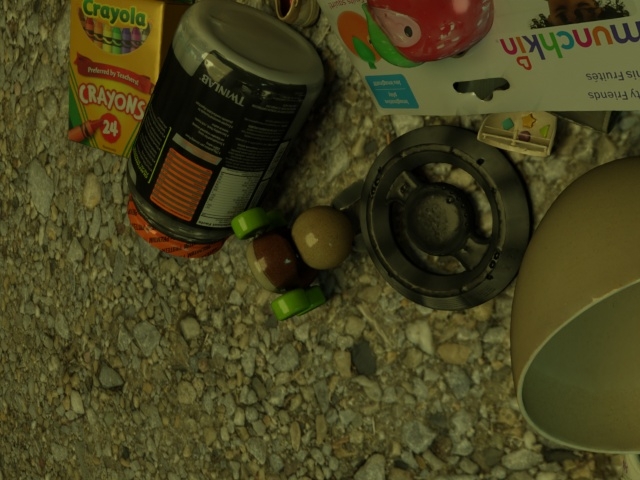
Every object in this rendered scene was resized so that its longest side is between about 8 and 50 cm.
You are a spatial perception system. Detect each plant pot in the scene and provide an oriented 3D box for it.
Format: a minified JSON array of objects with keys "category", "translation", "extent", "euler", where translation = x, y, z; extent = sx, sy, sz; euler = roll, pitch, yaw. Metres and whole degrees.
[{"category":"plant pot","translation":[0.294,0.035,0.641],"extent":[0.284,0.284,0.191],"euler":[-51,30,38]}]

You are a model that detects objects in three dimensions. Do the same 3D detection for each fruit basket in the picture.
[{"category":"fruit basket","translation":[0.056,-0.231,0.531],"extent":[0.327,0.165,0.353],"euler":[14,138,54]}]

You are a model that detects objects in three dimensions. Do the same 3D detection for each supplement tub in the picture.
[{"category":"supplement tub","translation":[-0.150,-0.147,1.033],"extent":[0.207,0.207,0.338],"euler":[50,129,23]}]

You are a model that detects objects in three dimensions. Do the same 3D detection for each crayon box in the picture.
[{"category":"crayon box","translation":[-0.322,-0.304,1.217],"extent":[0.202,0.081,0.319],"euler":[18,112,24]}]

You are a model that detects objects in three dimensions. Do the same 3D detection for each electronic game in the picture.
[{"category":"electronic game","translation":[0.147,-0.026,0.887],"extent":[0.229,0.048,0.229],"euler":[8,103,35]}]

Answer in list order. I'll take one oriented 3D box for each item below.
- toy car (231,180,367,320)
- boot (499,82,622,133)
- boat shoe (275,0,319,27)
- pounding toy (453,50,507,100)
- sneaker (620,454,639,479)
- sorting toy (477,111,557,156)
[{"category":"toy car","translation":[0.000,0.000,1.009],"extent":[0.188,0.149,0.155],"euler":[-29,82,14]},{"category":"boot","translation":[0.229,-0.225,0.746],"extent":[0.208,0.076,0.190],"euler":[25,117,39]},{"category":"boat shoe","translation":[-0.039,-0.376,0.975],"extent":[0.063,0.059,0.170],"euler":[0,100,44]},{"category":"pounding toy","translation":[0.156,-0.256,0.662],"extent":[0.155,0.154,0.270],"euler":[15,109,36]},{"category":"sneaker","translation":[0.415,0.249,0.649],"extent":[0.305,0.114,0.152],"euler":[-8,95,44]},{"category":"sorting toy","translation":[0.227,-0.135,0.794],"extent":[0.083,0.045,0.075],"euler":[19,95,32]}]
